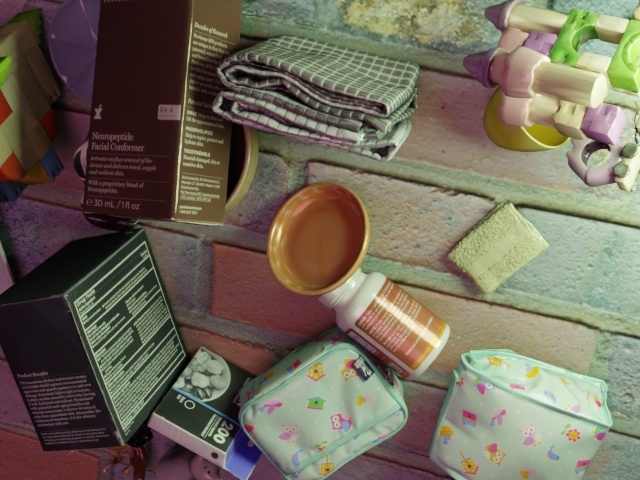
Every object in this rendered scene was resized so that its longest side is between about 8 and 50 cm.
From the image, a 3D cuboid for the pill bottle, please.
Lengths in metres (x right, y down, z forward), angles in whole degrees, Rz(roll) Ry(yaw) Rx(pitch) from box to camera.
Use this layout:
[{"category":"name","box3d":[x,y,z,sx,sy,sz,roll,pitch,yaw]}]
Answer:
[{"category":"pill bottle","box3d":[0.106,0.132,1.667,0.216,0.121,0.121,38,119,-2]}]

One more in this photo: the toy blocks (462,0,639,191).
[{"category":"toy blocks","box3d":[0.335,-0.271,1.347,0.260,0.309,0.289,21,81,34]}]

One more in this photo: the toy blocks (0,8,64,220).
[{"category":"toy blocks","box3d":[-0.539,-0.181,1.625,0.190,0.381,0.261,-6,126,21]}]

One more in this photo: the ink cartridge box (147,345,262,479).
[{"category":"ink cartridge box","box3d":[-0.181,0.316,1.794,0.208,0.206,0.045,30,127,2]}]

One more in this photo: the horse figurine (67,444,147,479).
[{"category":"horse figurine","box3d":[-0.452,0.401,1.999,0.263,0.066,0.174,31,125,5]}]

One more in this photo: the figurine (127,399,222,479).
[{"category":"figurine","box3d":[-0.288,0.395,1.876,0.215,0.092,0.209,50,149,-9]}]

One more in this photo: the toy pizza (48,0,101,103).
[{"category":"toy pizza","box3d":[-0.372,-0.327,1.665,0.201,0.032,0.201,7,116,14]}]

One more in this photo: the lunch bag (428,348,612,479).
[{"category":"lunch bag","box3d":[0.331,0.317,1.660,0.262,0.160,0.223,17,118,3]}]

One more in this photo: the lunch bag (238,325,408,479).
[{"category":"lunch bag","box3d":[0.012,0.300,1.740,0.279,0.108,0.224,-33,106,11]}]

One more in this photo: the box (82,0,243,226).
[{"category":"box","box3d":[-0.245,-0.219,1.516,0.191,0.143,0.382,4,89,31]}]

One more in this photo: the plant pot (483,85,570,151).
[{"category":"plant pot","box3d":[0.303,-0.188,1.469,0.134,0.134,0.095,53,143,-9]}]

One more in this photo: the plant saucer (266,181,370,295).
[{"category":"plant saucer","box3d":[0.000,0.000,1.635,0.199,0.037,0.200,-11,67,29]}]

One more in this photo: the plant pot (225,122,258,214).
[{"category":"plant pot","box3d":[-0.187,-0.145,1.621,0.237,0.109,0.238,0,89,30]}]

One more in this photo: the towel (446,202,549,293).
[{"category":"towel","box3d":[0.292,0.014,1.609,0.110,0.027,0.148,45,118,-4]}]

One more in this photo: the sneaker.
[{"category":"sneaker","box3d":[-0.357,-0.137,1.711,0.106,0.163,0.281,13,152,-3]}]

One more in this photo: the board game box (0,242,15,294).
[{"category":"board game box","box3d":[-0.795,0.008,1.939,0.389,0.050,0.390,-6,112,19]}]

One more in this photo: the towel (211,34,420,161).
[{"category":"towel","box3d":[0.006,-0.228,1.477,0.283,0.235,0.121,16,111,10]}]

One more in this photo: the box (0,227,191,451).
[{"category":"box","box3d":[-0.407,0.172,1.751,0.182,0.296,0.294,-8,109,21]}]
